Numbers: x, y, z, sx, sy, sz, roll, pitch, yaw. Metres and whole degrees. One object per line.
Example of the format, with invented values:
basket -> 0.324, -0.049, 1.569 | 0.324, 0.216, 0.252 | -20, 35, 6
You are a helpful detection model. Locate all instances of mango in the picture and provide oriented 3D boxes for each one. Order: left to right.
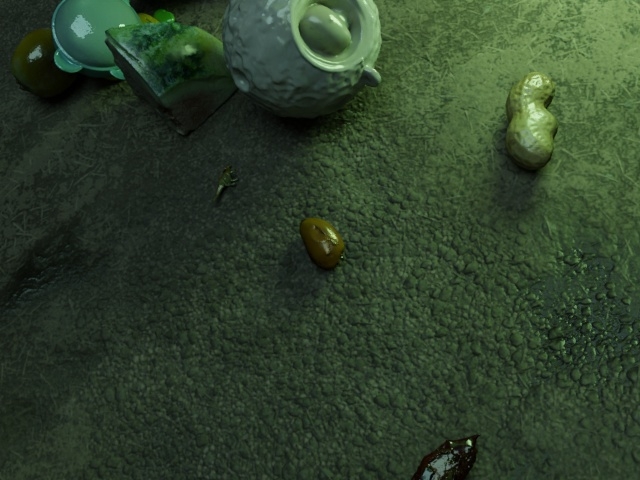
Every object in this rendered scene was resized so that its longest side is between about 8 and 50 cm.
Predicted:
mango -> 0.000, 0.000, 1.624 | 0.077, 0.063, 0.127 | -37, 62, 5

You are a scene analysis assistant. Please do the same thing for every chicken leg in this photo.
chicken leg -> 0.200, 0.433, 1.369 | 0.105, 0.063, 0.234 | 13, 69, 15

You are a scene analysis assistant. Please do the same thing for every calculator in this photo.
calculator -> -0.460, -0.490, 1.991 | 0.235, 0.032, 0.146 | -47, 63, -7

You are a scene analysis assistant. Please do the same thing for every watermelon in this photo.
watermelon -> -0.339, -0.379, 1.824 | 0.193, 0.310, 0.232 | 44, 120, 27

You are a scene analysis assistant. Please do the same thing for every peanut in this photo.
peanut -> 0.422, -0.245, 1.612 | 0.104, 0.086, 0.228 | 2, 65, 6

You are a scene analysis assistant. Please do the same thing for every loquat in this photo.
loquat -> -0.662, -0.439, 1.956 | 0.152, 0.152, 0.195 | 34, 77, 26

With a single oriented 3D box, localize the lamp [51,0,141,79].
lamp -> -0.527, -0.514, 1.906 | 0.209, 0.147, 0.284 | 6, 53, -21

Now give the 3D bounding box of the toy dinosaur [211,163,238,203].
toy dinosaur -> -0.207, -0.123, 1.756 | 0.041, 0.026, 0.113 | 0, 57, 23

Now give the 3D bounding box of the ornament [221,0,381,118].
ornament -> -0.046, -0.420, 1.686 | 0.337, 0.337, 0.337 | -6, 65, 12
